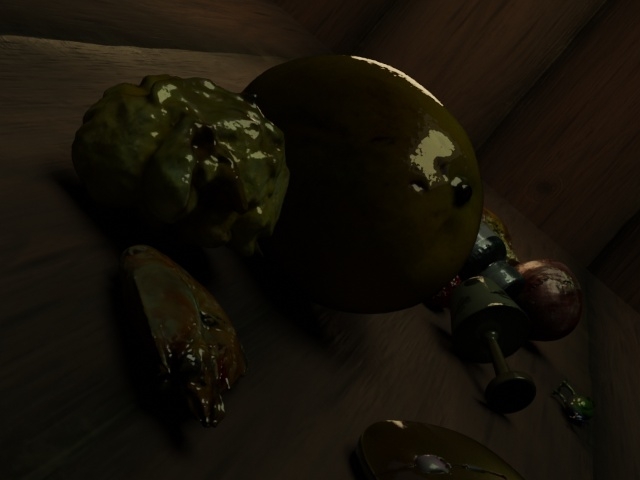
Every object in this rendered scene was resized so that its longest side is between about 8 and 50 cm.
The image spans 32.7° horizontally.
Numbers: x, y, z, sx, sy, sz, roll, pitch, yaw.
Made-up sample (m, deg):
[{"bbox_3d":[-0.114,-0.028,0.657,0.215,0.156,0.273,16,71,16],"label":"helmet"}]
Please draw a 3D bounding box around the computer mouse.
[{"bbox_3d":[0.165,0.269,1.129,0.310,0.072,0.158,27,18,-38],"label":"computer mouse"}]

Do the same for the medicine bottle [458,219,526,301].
[{"bbox_3d":[0.222,0.006,1.896,0.293,0.141,0.141,48,17,25],"label":"medicine bottle"}]

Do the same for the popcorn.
[{"bbox_3d":[-0.143,-0.091,1.182,0.233,0.192,0.266,30,7,-23],"label":"popcorn"}]

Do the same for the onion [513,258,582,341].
[{"bbox_3d":[0.383,0.114,2.003,0.195,0.159,0.159,-6,40,-28],"label":"onion"}]

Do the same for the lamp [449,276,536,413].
[{"bbox_3d":[0.256,0.151,1.606,0.121,0.121,0.214,32,26,-29],"label":"lamp"}]

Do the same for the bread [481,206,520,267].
[{"bbox_3d":[0.267,-0.016,2.095,0.250,0.133,0.179,36,11,-18],"label":"bread"}]

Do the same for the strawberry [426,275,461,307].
[{"bbox_3d":[0.198,0.078,1.780,0.073,0.073,0.083,51,5,35],"label":"strawberry"}]

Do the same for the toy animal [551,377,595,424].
[{"bbox_3d":[0.430,0.269,1.840,0.075,0.041,0.217,45,11,12],"label":"toy animal"}]

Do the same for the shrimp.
[{"bbox_3d":[-0.116,0.090,0.986,0.154,0.062,0.294,40,12,-24],"label":"shrimp"}]

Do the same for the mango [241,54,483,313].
[{"bbox_3d":[0.024,-0.086,1.399,0.220,0.301,0.445,34,4,-43],"label":"mango"}]
